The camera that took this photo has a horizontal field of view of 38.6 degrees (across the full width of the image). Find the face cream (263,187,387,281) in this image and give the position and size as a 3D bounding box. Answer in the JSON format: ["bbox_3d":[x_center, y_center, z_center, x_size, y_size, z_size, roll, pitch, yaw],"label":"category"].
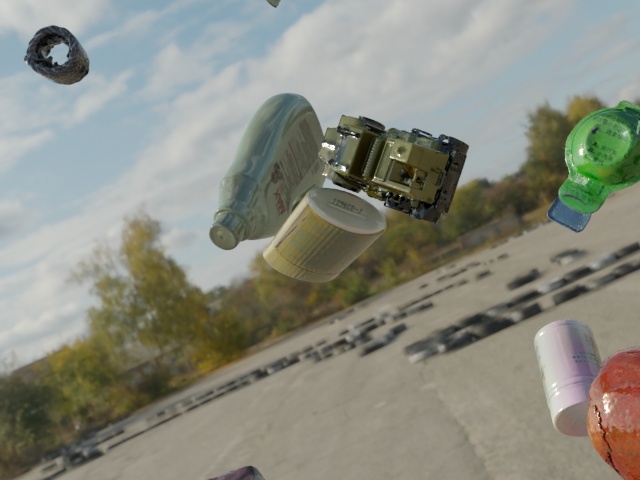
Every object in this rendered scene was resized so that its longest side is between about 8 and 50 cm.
[{"bbox_3d":[0.000,0.000,1.545,0.285,0.139,0.067,132,158,-63],"label":"face cream"}]

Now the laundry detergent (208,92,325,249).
[{"bbox_3d":[-0.111,-0.109,1.912,0.125,0.264,0.398,2,38,25],"label":"laundry detergent"}]

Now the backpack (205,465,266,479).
[{"bbox_3d":[-0.102,0.563,1.469,0.197,0.317,0.283,-18,25,7],"label":"backpack"}]

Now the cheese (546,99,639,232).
[{"bbox_3d":[0.632,-0.170,2.072,0.320,0.204,0.083,-59,-31,3],"label":"cheese"}]

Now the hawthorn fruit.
[{"bbox_3d":[0.625,0.312,1.564,0.276,0.276,0.307,-23,9,-32],"label":"hawthorn fruit"}]

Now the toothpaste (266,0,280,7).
[{"bbox_3d":[-0.062,-0.493,1.556,0.037,0.062,0.216,-20,44,55],"label":"toothpaste"}]

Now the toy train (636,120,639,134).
[{"bbox_3d":[0.653,-0.239,1.593,0.105,0.157,0.253,-43,27,60],"label":"toy train"}]

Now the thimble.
[{"bbox_3d":[-0.466,-0.330,1.630,0.104,0.095,0.066,10,-7,12],"label":"thimble"}]

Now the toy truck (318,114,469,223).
[{"bbox_3d":[0.090,-0.119,1.366,0.127,0.127,0.257,15,6,-37],"label":"toy truck"}]

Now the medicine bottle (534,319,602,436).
[{"bbox_3d":[0.619,0.335,2.236,0.152,0.152,0.254,-27,38,24],"label":"medicine bottle"}]
